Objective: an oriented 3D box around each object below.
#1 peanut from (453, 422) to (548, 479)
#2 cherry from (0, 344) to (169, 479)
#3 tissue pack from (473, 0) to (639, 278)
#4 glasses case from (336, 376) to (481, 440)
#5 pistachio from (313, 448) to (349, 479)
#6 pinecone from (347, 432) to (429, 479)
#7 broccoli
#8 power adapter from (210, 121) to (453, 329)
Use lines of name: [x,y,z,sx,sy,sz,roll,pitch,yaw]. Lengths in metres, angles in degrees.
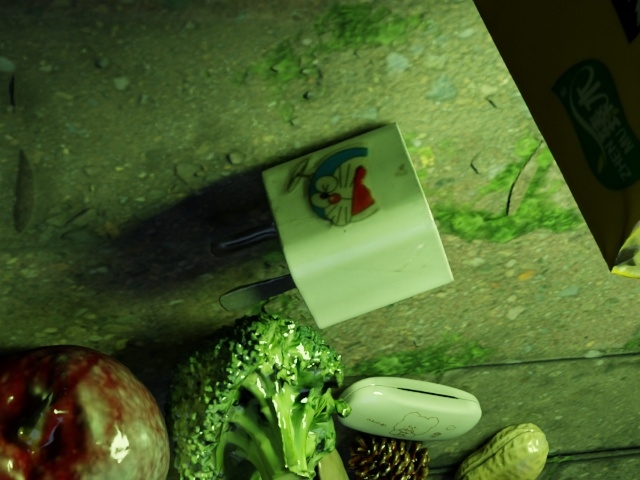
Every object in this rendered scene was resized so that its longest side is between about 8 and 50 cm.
peanut: [0.232,0.297,1.646,0.080,0.080,0.174,14,136,-34]
cherry: [-0.263,0.215,1.253,0.230,0.203,0.300,-20,151,-8]
tissue pack: [0.261,-0.189,0.804,0.228,0.382,0.293,12,134,-34]
glasses case: [0.105,0.199,1.494,0.193,0.049,0.074,13,133,-34]
pistachio: [-0.023,0.309,1.520,0.129,0.131,0.206,-20,137,-8]
pinecone: [0.085,0.274,1.550,0.102,0.102,0.109,-26,131,11]
broccoli: [-0.063,0.173,1.302,0.198,0.176,0.226,-18,170,-26]
power adapter: [0.000,0.000,1.143,0.204,0.130,0.125,-21,142,3]
